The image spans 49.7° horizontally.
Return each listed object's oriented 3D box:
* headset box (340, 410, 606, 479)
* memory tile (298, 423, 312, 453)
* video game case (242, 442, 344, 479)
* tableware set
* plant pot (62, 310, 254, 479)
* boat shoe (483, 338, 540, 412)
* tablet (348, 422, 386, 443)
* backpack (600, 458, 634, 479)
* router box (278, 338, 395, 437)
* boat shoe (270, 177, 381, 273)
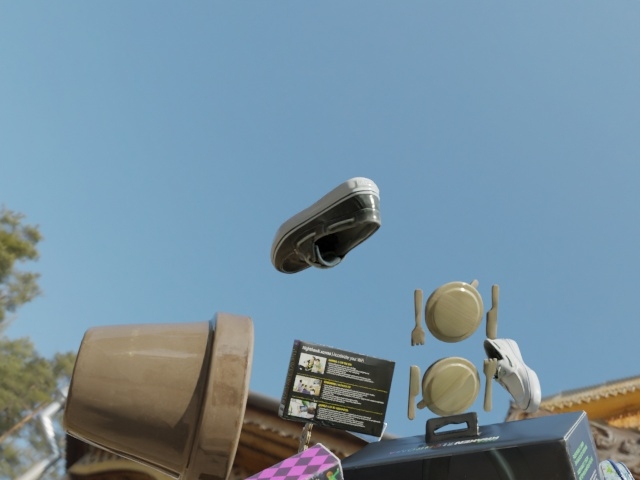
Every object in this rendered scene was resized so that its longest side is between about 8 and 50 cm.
[{"bbox_3d":[0.151,0.309,0.648,0.246,0.131,0.283,-19,-101,27],"label":"headset box"},{"bbox_3d":[-0.045,0.544,1.857,0.012,0.113,0.148,15,-30,-2],"label":"memory tile"},{"bbox_3d":[-0.070,0.295,0.518,0.042,0.232,0.210,20,-54,61],"label":"video game case"},{"bbox_3d":[0.179,0.148,0.959,0.039,0.128,0.194,-142,-128,-72],"label":"tableware set"},{"bbox_3d":[-0.232,0.216,0.980,0.229,0.263,0.263,13,-48,-13],"label":"plant pot"},{"bbox_3d":[0.409,0.293,1.508,0.075,0.226,0.083,9,-69,-7],"label":"boat shoe"},{"bbox_3d":[0.102,0.423,1.564,0.083,0.054,0.006,21,-21,22],"label":"tablet"},{"bbox_3d":[0.641,0.535,1.513,0.114,0.084,0.105,68,-1,-54],"label":"backpack"},{"bbox_3d":[0.030,0.253,1.182,0.178,0.133,0.046,15,-9,-13],"label":"router box"},{"bbox_3d":[0.000,0.000,1.436,0.335,0.121,0.119,-42,-136,43],"label":"boat shoe"}]
